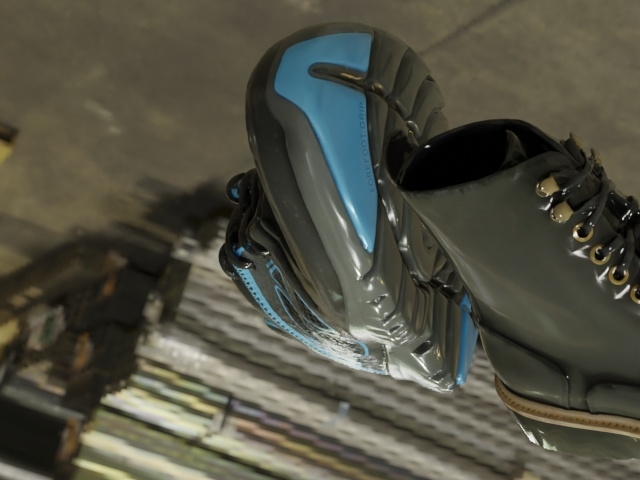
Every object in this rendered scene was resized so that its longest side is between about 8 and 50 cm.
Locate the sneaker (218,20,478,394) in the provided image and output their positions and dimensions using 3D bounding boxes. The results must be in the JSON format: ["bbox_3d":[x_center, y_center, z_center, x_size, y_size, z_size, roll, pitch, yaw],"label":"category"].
[{"bbox_3d":[0.000,0.000,0.732,0.140,0.125,0.341,9,158,16],"label":"sneaker"}]

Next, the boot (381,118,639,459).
[{"bbox_3d":[0.120,0.013,0.460,0.198,0.077,0.137,-8,128,39],"label":"boot"}]
